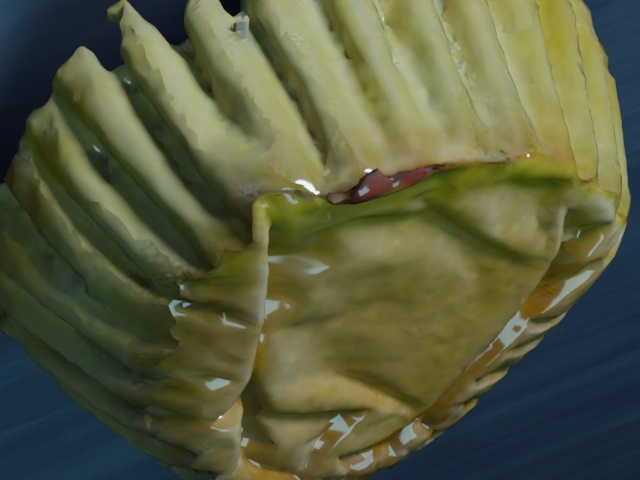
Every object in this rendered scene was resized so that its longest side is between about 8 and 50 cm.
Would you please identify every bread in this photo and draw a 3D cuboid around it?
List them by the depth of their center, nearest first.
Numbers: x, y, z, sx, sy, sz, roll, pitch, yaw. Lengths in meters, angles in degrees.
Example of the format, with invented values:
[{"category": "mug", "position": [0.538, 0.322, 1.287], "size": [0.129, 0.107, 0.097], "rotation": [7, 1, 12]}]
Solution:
[{"category": "bread", "position": [0.000, 0.000, 0.740], "size": [0.274, 0.149, 0.274], "rotation": [-13, 144, -10]}]
